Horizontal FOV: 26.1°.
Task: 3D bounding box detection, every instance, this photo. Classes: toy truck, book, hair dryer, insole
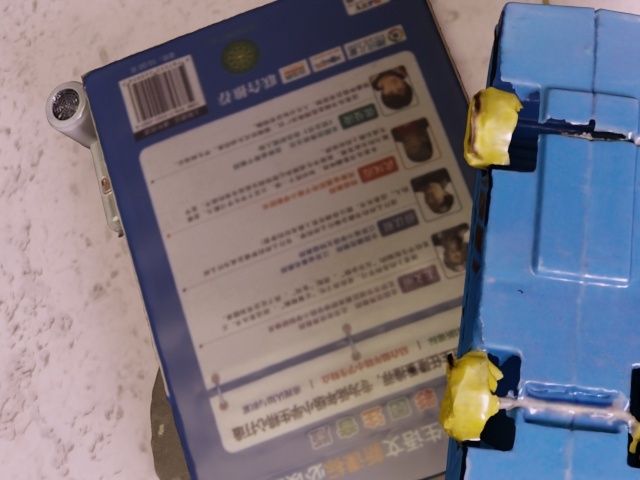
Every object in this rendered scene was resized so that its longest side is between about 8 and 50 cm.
[{"bbox_3d":[0.165,0.035,0.920,0.161,0.162,0.384,6,68,3],"label":"toy truck"},{"bbox_3d":[0.000,0.000,1.074,0.300,0.039,0.428,-19,67,4],"label":"book"},{"bbox_3d":[-0.189,-0.066,1.197,0.047,0.082,0.137,-24,67,17],"label":"hair dryer"},{"bbox_3d":[-0.094,0.086,1.145,0.081,0.011,0.247,3,75,24],"label":"insole"}]
